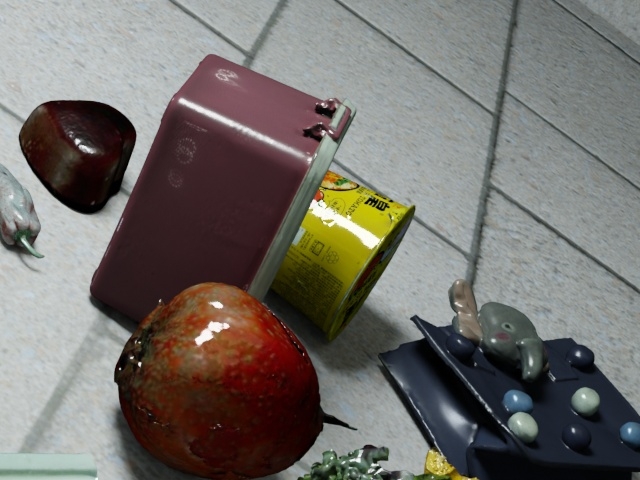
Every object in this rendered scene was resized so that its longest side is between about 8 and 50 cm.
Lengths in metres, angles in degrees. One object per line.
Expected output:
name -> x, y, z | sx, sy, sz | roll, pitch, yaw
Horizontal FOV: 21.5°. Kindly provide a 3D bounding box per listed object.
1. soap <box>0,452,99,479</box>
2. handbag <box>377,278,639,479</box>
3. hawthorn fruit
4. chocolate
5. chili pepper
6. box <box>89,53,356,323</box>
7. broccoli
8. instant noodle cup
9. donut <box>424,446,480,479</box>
soap -> -0.251, 0.226, 1.312 | 0.198, 0.066, 0.119 | 8, 41, -46
handbag -> 0.238, 0.180, 1.968 | 0.326, 0.118, 0.269 | 10, 37, -48
hawthorn fruit -> -0.071, 0.145, 1.548 | 0.235, 0.181, 0.181 | 26, 28, -15
chocolate -> -0.256, -0.110, 1.830 | 0.125, 0.080, 0.148 | 38, 27, -2
chili pepper -> -0.311, -0.041, 1.692 | 0.050, 0.041, 0.153 | 75, -11, -51
box -> -0.102, -0.033, 1.688 | 0.167, 0.294, 0.193 | 26, 26, -2
broccoli -> 0.076, 0.267, 1.617 | 0.165, 0.145, 0.304 | 51, 16, 14
instant noodle cup -> 0.000, 0.000, 1.891 | 0.144, 0.182, 0.182 | 33, 25, 8
donut -> 0.143, 0.258, 1.776 | 0.083, 0.067, 0.038 | 64, 35, -27
